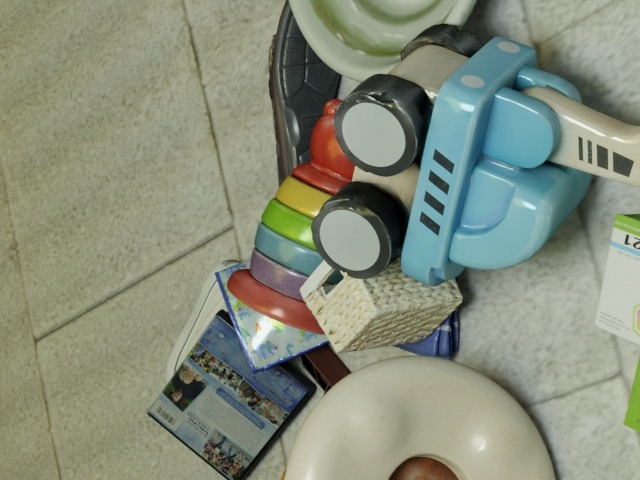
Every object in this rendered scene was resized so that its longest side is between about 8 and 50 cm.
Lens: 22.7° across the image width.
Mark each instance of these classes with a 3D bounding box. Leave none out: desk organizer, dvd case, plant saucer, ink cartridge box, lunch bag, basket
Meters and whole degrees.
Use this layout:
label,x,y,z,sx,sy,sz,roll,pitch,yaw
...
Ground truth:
label,x,y,z,sx,sy,sz,roll,pitch,yaw
desk organizer,0.013,0.198,2.219,0.130,0.050,0.047,48,127,38
dvd case,-0.134,0.236,2.356,0.180,0.022,0.253,39,128,3
plant saucer,0.104,-0.399,2.033,0.400,0.100,0.400,3,94,51
ink cartridge box,0.391,0.117,1.713,0.189,0.097,0.255,25,110,47
lunch bag,-0.060,0.098,2.231,0.128,0.096,0.151,-23,63,2
basket,0.080,0.065,1.982,0.113,0.167,0.103,-50,59,41

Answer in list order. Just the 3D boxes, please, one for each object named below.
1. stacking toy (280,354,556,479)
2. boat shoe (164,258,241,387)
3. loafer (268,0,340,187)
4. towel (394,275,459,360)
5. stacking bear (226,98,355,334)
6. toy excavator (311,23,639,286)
label,x,y,z,sx,sy,sz,roll,pitch,yaw
stacking toy,0.051,0.349,2.039,0.480,0.350,0.351,150,112,-65
boat shoe,-0.153,0.162,2.396,0.088,0.096,0.267,45,117,45
loafer,-0.034,-0.193,2.216,0.095,0.109,0.303,3,97,55
towel,0.107,-0.023,2.111,0.243,0.040,0.336,12,99,52
stacking bear,0.007,-0.037,2.086,0.164,0.175,0.289,-85,16,-83
toy excavator,0.256,-0.105,1.786,0.445,0.222,0.433,23,126,17
